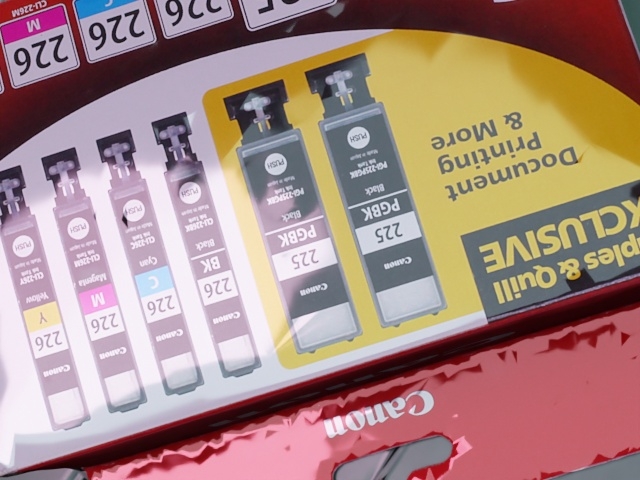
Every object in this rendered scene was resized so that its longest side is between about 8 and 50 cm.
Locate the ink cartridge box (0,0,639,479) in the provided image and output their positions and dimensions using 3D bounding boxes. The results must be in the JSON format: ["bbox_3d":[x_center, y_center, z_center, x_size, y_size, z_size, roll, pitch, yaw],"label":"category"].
[{"bbox_3d":[0.000,0.000,0.603,0.309,0.130,0.272,-18,80,3],"label":"ink cartridge box"}]
